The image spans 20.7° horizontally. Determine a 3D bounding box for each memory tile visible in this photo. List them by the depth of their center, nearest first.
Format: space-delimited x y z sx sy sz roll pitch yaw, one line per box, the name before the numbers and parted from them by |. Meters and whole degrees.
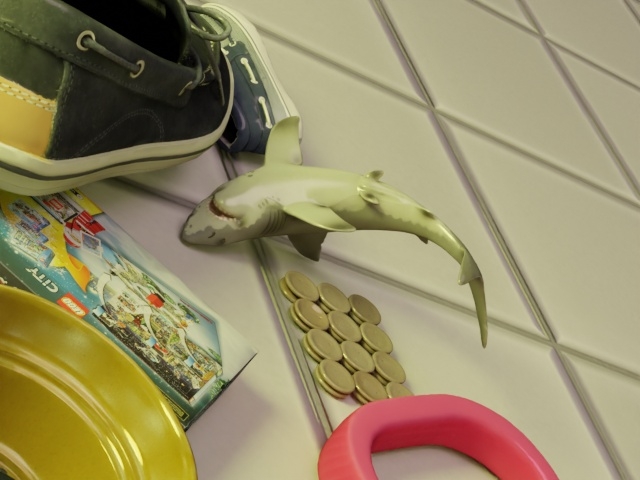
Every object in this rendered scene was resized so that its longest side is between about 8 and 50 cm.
memory tile | 0.024 0.090 1.524 0.113 0.012 0.148 21 32 -36

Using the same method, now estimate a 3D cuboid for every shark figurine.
shark figurine | 0.026 -0.006 1.559 0.278 0.116 0.166 14 45 0

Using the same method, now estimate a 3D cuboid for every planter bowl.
planter bowl | -0.188 0.132 1.067 0.217 0.090 0.217 32 27 -19

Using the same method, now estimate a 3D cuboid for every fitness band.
fitness band | 0.117 0.213 1.408 0.291 0.054 0.209 2 45 -55

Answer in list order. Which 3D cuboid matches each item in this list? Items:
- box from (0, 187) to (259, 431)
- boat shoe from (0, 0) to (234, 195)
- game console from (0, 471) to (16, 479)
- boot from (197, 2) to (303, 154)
box | -0.168 0.045 1.290 0.233 0.044 0.159 42 25 2
boat shoe | -0.170 -0.158 1.433 0.187 0.156 0.500 28 16 8
game console | -0.307 0.175 0.754 0.386 0.060 0.342 18 26 -10
boot | -0.093 -0.161 1.702 0.086 0.069 0.190 -1 48 -47
